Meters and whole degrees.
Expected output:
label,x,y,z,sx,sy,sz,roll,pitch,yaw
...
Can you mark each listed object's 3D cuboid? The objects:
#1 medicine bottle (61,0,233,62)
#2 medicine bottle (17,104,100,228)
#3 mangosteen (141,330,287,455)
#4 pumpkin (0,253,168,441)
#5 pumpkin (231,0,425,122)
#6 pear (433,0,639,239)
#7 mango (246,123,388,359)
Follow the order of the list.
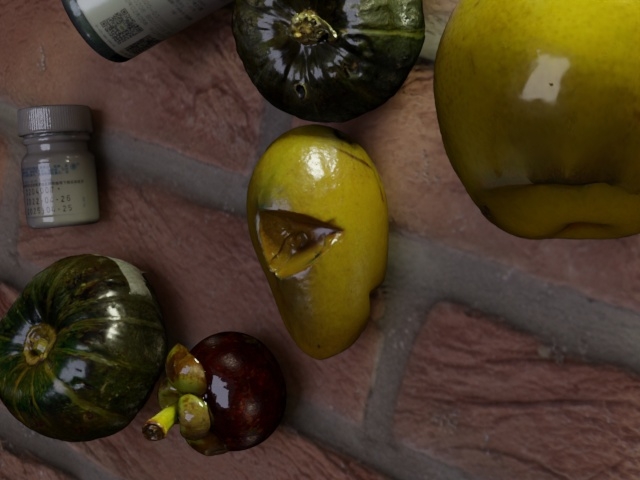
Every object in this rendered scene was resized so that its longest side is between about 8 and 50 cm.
label,x,y,z,sx,sy,sz,roll,pitch,yaw
medicine bottle,-0.159,-0.336,1.187,0.293,0.141,0.141,-25,80,17
medicine bottle,-0.368,-0.103,1.400,0.105,0.105,0.168,-2,94,35
mangosteen,-0.135,0.192,1.223,0.146,0.181,0.155,163,85,-79
pumpkin,-0.315,0.153,1.349,0.260,0.189,0.260,-17,61,34
pumpkin,0.005,-0.237,1.097,0.224,0.157,0.223,6,104,25
pear,0.224,-0.165,0.889,0.285,0.285,0.336,-32,61,33
mango,0.000,0.000,1.128,0.130,0.167,0.261,-11,91,49
